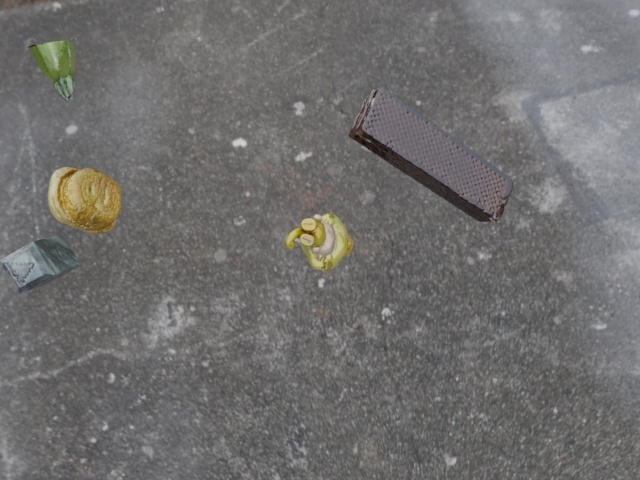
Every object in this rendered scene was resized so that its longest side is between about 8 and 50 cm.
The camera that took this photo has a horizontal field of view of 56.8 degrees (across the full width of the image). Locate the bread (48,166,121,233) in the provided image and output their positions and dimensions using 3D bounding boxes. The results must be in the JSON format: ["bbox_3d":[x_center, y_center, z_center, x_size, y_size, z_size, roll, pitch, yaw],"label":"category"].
[{"bbox_3d":[-0.731,-0.125,1.851,0.120,0.236,0.199,-19,62,32],"label":"bread"}]

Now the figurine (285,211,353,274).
[{"bbox_3d":[0.000,0.000,1.428,0.131,0.246,0.157,3,79,17],"label":"figurine"}]

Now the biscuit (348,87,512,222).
[{"bbox_3d":[0.242,-0.172,1.260,0.388,0.073,0.107,30,76,-18],"label":"biscuit"}]

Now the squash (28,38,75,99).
[{"bbox_3d":[-0.609,-0.396,1.386,0.105,0.132,0.105,-11,16,3],"label":"squash"}]

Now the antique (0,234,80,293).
[{"bbox_3d":[-0.622,0.051,1.317,0.086,0.183,0.088,-30,97,0],"label":"antique"}]
